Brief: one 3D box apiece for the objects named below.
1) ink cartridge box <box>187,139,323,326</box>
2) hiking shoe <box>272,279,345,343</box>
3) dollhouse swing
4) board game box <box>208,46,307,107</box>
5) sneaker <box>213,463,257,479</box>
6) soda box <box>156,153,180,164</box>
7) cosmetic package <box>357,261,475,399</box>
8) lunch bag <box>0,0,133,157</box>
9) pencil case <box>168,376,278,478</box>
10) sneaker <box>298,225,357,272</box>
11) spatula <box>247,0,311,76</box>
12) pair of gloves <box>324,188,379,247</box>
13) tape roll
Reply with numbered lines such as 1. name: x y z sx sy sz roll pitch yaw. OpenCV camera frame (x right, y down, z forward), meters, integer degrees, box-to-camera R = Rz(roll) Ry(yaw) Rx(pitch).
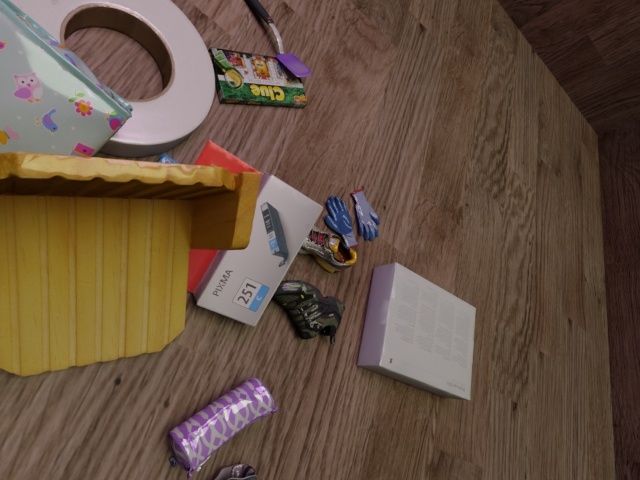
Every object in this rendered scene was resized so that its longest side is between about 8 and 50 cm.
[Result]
1. ink cartridge box: -0.176 -0.006 0.821 0.261 0.066 0.296 30 90 -28
2. hiking shoe: -0.034 0.168 0.953 0.227 0.086 0.114 27 59 -31
3. dollhouse swing: -0.302 0.058 0.585 0.347 0.315 0.304 -2 92 -38
4. board game box: -0.156 -0.418 1.065 0.260 0.030 0.136 -13 87 -40
5. sneaker: -0.130 0.527 0.774 0.226 0.086 0.163 34 62 -25
6. soda box: -0.262 -0.082 0.855 0.210 0.071 0.067 36 57 -25
7. cosmetic package: 0.292 0.269 1.174 0.377 0.097 0.284 29 59 -29
8. lunch bag: -0.463 -0.214 0.612 0.223 0.160 0.262 -47 122 2
9. pencil case: -0.186 0.348 0.780 0.206 0.086 0.088 -27 60 -38
10. sneaker: 0.000 0.000 1.024 0.225 0.093 0.088 31 60 -27
11. spatula: -0.125 -0.563 1.109 0.084 0.030 0.296 -34 92 -47
12. pair of gloves: 0.091 -0.062 1.161 0.198 0.023 0.159 -21 89 -41
13. tape roll: -0.408 -0.361 0.822 0.392 0.072 0.391 11 70 -35
